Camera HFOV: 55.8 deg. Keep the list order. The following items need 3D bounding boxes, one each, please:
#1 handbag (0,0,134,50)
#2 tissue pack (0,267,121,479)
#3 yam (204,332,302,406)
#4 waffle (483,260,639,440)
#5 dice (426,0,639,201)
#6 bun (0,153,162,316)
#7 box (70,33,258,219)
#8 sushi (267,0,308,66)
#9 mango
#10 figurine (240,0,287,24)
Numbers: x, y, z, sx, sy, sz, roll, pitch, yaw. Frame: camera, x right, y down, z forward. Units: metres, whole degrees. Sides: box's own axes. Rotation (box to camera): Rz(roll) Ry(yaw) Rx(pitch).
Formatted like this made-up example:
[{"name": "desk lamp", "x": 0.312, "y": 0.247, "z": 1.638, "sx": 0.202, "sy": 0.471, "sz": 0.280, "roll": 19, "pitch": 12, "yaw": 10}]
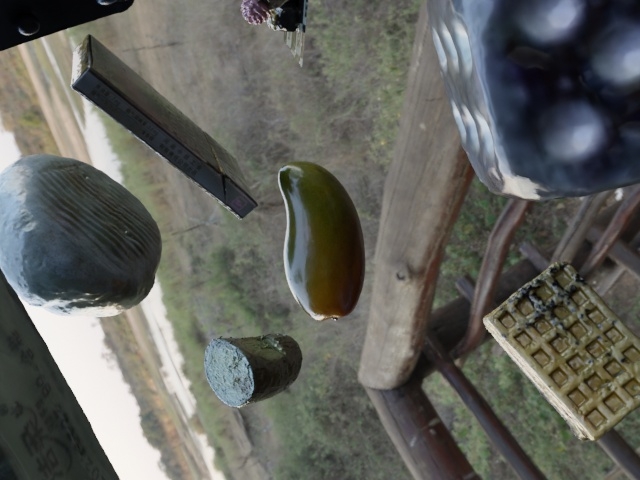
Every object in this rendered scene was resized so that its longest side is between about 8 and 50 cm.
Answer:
[{"name": "handbag", "x": -0.414, "y": -0.385, "z": 0.813, "sx": 0.118, "sy": 0.326, "sz": 0.269, "roll": 52, "pitch": 155, "yaw": 14}, {"name": "tissue pack", "x": -0.306, "y": 0.163, "z": 0.374, "sx": 0.103, "sy": 0.316, "sz": 0.227, "roll": -92, "pitch": -15, "yaw": -68}, {"name": "yam", "x": -0.147, "y": 0.286, "z": 1.352, "sx": 0.154, "sy": 0.154, "sz": 0.254, "roll": 59, "pitch": -162, "yaw": 18}, {"name": "waffle", "x": 0.238, "y": 0.100, "z": 0.569, "sx": 0.148, "sy": 0.102, "sz": 0.042, "roll": 53, "pitch": -177, "yaw": 22}, {"name": "dice", "x": 0.190, "y": -0.141, "z": 0.455, "sx": 0.182, "sy": 0.183, "sz": 0.181, "roll": -77, "pitch": -29, "yaw": -73}, {"name": "bun", "x": -0.476, "y": 0.001, "z": 1.171, "sx": 0.362, "sy": 0.211, "sz": 0.362, "roll": 40, "pitch": -158, "yaw": -20}, {"name": "box", "x": -0.241, "y": -0.175, "z": 0.954, "sx": 0.325, "sy": 0.047, "sz": 0.180, "roll": 39, "pitch": -169, "yaw": -36}, {"name": "sushi", "x": -0.055, "y": -0.373, "z": 0.848, "sx": 0.192, "sy": 0.051, "sz": 0.215, "roll": -111, "pitch": 24, "yaw": -58}, {"name": "mango", "x": 0.005, "y": 0.002, "z": 1.063, "sx": 0.146, "sy": 0.129, "sz": 0.288, "roll": 7, "pitch": 113, "yaw": 23}, {"name": "figurine", "x": -0.062, "y": -0.272, "z": 0.557, "sx": 0.054, "sy": 0.072, "sz": 0.129, "roll": 4, "pitch": 136, "yaw": 23}]
